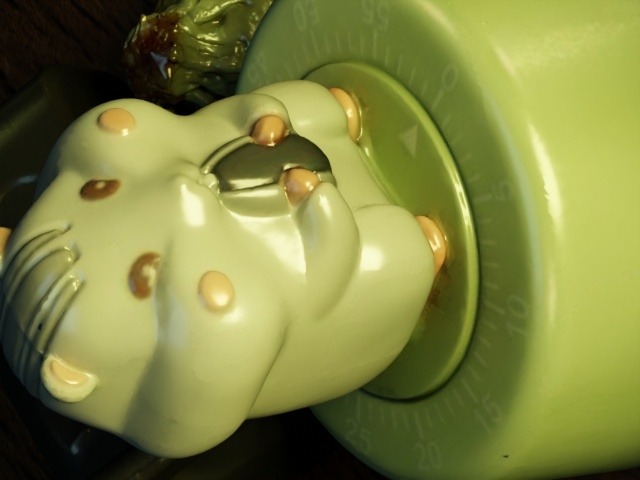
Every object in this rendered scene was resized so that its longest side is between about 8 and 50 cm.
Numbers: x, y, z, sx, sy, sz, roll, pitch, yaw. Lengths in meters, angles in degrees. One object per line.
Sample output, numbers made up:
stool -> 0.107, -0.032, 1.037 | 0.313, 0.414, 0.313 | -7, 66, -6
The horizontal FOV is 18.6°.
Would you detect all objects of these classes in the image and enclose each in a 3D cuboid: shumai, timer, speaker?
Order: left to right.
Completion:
speaker -> -0.139, 0.033, 1.164 | 0.388, 0.180, 0.184 | 53, -177, 37
shumai -> -0.079, -0.118, 1.174 | 0.124, 0.087, 0.099 | 42, 136, 42
timer -> 0.000, 0.000, 0.893 | 0.291, 0.315, 0.291 | 25, 121, 50
